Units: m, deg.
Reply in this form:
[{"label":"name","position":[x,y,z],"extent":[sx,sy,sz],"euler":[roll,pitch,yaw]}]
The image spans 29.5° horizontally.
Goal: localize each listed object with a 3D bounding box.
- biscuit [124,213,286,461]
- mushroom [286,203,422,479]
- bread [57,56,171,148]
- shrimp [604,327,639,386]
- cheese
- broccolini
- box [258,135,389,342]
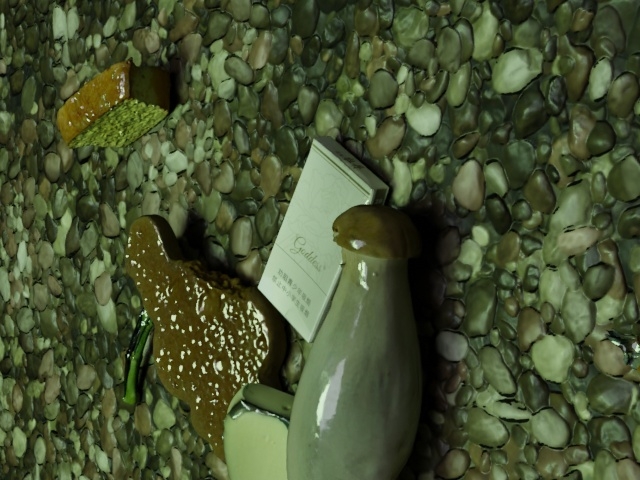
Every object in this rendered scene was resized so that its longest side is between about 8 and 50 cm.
[{"label":"biscuit","position":[-0.134,0.103,1.417],"extent":[0.319,0.047,0.183],"euler":[49,116,23]},{"label":"mushroom","position":[0.036,0.138,1.193],"extent":[0.128,0.128,0.350],"euler":[13,97,48]},{"label":"bread","position":[-0.258,-0.169,1.533],"extent":[0.187,0.103,0.065],"euler":[-28,70,43]},{"label":"shrimp","position":[0.273,0.224,0.948],"extent":[0.185,0.068,0.287],"euler":[12,92,35]},{"label":"cheese","position":[-0.056,0.281,1.336],"extent":[0.127,0.054,0.251],"euler":[19,118,18]},{"label":"broccolini","position":[-0.218,0.107,1.541],"extent":[0.054,0.051,0.239],"euler":[17,111,1]},{"label":"box","position":[0.000,0.000,1.299],"extent":[0.109,0.029,0.198],"euler":[44,123,38]}]
